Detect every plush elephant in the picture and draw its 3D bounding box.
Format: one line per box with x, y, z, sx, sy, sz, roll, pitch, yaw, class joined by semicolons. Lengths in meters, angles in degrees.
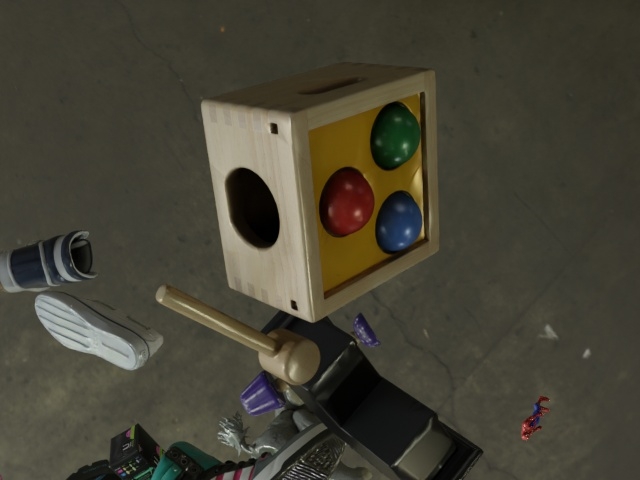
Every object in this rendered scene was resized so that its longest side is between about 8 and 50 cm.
-0.038;0.436;1.564;0.255;0.330;0.272;-44;167;-54;plush elephant

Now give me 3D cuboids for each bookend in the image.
0.040;0.138;0.623;0.072;0.156;0.157;-47;129;-15;bookend

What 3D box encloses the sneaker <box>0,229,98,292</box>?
-0.488;0.037;1.334;0.153;0.282;0.099;-14;94;-3;sneaker

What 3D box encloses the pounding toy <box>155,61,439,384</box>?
-0.006;0.008;0.449;0.181;0.094;0.206;-26;120;-39;pounding toy

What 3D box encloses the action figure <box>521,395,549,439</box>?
0.387;0.324;1.272;0.115;0.030;0.038;-31;128;-46;action figure

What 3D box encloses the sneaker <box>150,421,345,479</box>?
-0.121;0.320;0.955;0.295;0.178;0.124;-40;136;-15;sneaker

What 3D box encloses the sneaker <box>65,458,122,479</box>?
-0.473;0.490;1.182;0.340;0.139;0.125;-24;117;-23;sneaker

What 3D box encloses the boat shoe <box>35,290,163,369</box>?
-0.358;0.141;1.146;0.075;0.226;0.083;-32;143;-57;boat shoe

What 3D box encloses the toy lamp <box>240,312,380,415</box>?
-0.023;0.234;1.309;0.274;0.080;0.080;-32;120;-2;toy lamp

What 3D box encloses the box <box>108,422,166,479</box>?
-0.272;0.331;1.062;0.052;0.062;0.083;-31;119;3;box

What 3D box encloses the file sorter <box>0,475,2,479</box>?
-0.790;0.499;1.338;0.202;0.291;0.182;-6;113;24;file sorter
